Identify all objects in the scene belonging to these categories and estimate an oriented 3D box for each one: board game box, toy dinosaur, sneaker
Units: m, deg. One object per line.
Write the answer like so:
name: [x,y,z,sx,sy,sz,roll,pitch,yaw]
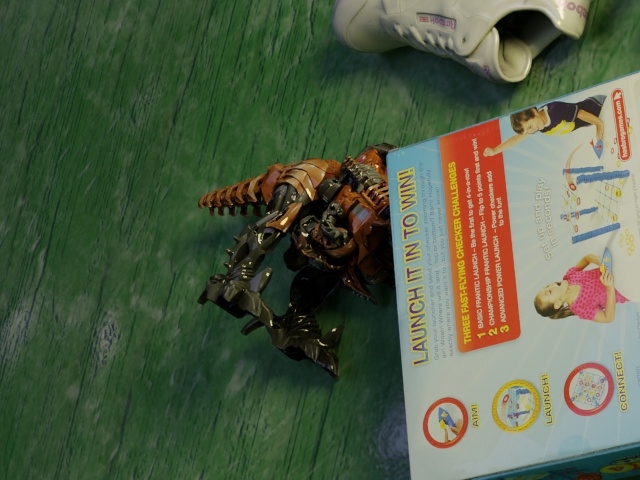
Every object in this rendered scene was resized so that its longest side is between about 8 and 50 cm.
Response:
board game box: [0.211,0.037,1.435,0.302,0.086,0.308,-17,64,30]
toy dinosaur: [0.000,0.000,1.714,0.218,0.164,0.322,-62,22,-11]
sneaker: [0.122,-0.210,1.643,0.305,0.114,0.152,-14,65,44]
